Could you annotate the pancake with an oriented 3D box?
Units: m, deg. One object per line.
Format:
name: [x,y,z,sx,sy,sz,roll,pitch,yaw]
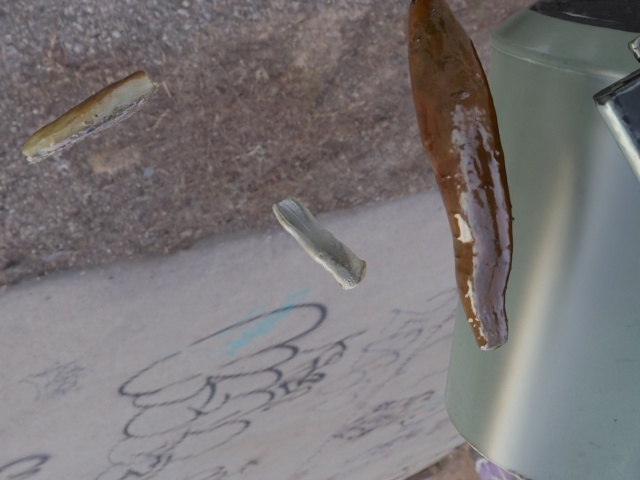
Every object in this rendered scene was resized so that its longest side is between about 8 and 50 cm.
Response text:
pancake: [-0.417,-0.229,1.384,0.266,0.057,0.244,-31,-169,-4]

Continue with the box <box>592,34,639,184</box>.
box: [0.290,-0.058,0.336,0.270,0.211,0.045,-28,-175,22]

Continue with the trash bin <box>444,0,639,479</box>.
trash bin: [0.267,-0.015,0.674,0.280,0.280,0.432,-12,119,-37]

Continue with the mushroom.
mushroom: [-0.003,0.002,1.286,0.059,0.202,0.054,-46,172,-4]

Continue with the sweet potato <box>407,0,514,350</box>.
sweet potato: [0.098,-0.056,0.511,0.057,0.264,0.057,-11,176,-1]
